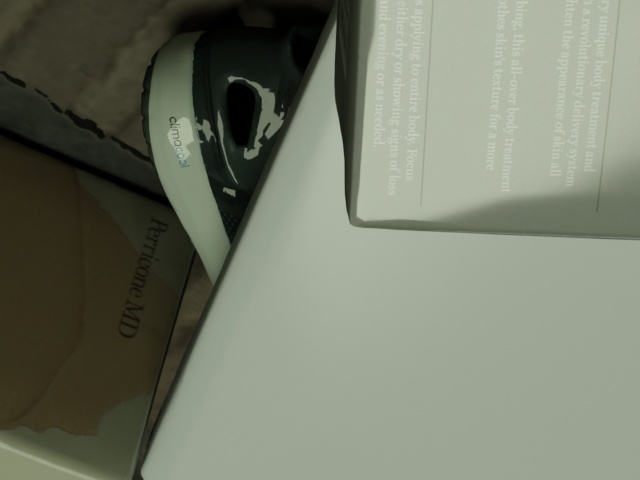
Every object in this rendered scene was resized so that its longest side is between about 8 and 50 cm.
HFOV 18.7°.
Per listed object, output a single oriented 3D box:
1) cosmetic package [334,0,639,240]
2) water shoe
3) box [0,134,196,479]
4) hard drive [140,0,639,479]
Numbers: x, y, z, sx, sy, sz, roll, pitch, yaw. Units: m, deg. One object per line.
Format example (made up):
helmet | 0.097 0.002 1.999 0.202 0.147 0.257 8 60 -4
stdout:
cosmetic package | 0.126 -0.071 0.551 0.238 0.107 0.127 3 116 -3
water shoe | 0.000 0.000 0.762 0.080 0.073 0.203 -7 139 21
box | -0.221 0.014 0.790 0.311 0.148 0.121 22 142 -14
hard drive | 0.078 0.003 0.692 0.203 0.040 0.307 20 125 -8
